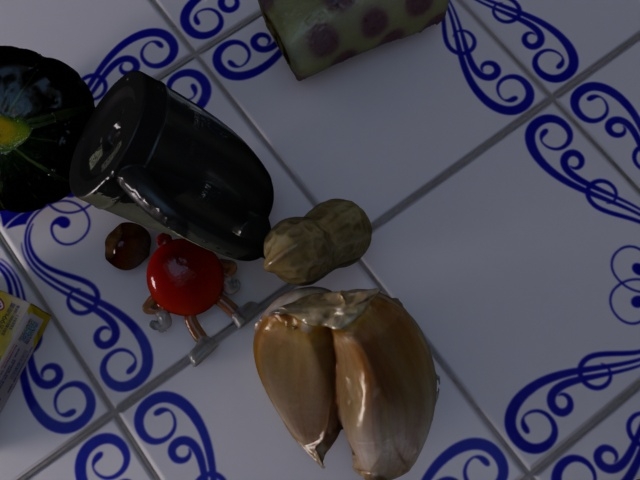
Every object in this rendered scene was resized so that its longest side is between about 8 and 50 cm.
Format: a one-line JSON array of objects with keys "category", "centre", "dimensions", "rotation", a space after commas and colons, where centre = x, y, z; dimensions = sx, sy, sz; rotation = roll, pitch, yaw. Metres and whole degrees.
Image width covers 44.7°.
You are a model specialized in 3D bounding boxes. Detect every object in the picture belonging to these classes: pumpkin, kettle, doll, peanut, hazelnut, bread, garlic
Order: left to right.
[{"category": "pumpkin", "centre": [-0.543, -0.199, 1.393], "dimensions": [0.295, 0.296, 0.296], "rotation": [0, 72, 1]}, {"category": "hazelnut", "centre": [-0.344, 0.011, 1.390], "dimensions": [0.086, 0.086, 0.086], "rotation": [0, 72, 1]}, {"category": "doll", "centre": [-0.228, 0.088, 1.358], "dimensions": [0.183, 0.085, 0.217], "rotation": [-40, 93, -11]}, {"category": "kettle", "centre": [-0.207, -0.087, 1.285], "dimensions": [0.228, 0.324, 0.321], "rotation": [-51, 38, 16]}, {"category": "peanut", "centre": [0.000, 0.000, 1.284], "dimensions": [0.120, 0.298, 0.136], "rotation": [47, 119, 9]}, {"category": "garlic", "centre": [0.040, 0.210, 1.232], "dimensions": [0.286, 0.249, 0.313], "rotation": [-15, 108, 2]}, {"category": "bread", "centre": [0.062, -0.453, 1.493], "dimensions": [0.338, 0.155, 0.187], "rotation": [-25, 69, -7]}]

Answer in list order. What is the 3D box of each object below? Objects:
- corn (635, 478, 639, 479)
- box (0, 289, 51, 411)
[{"category": "corn", "centre": [0.582, 0.450, 1.235], "dimensions": [0.203, 0.072, 0.072], "rotation": [32, 75, 12]}, {"category": "box", "centre": [-0.600, 0.204, 1.312], "dimensions": [0.168, 0.097, 0.265], "rotation": [23, 73, 8]}]
